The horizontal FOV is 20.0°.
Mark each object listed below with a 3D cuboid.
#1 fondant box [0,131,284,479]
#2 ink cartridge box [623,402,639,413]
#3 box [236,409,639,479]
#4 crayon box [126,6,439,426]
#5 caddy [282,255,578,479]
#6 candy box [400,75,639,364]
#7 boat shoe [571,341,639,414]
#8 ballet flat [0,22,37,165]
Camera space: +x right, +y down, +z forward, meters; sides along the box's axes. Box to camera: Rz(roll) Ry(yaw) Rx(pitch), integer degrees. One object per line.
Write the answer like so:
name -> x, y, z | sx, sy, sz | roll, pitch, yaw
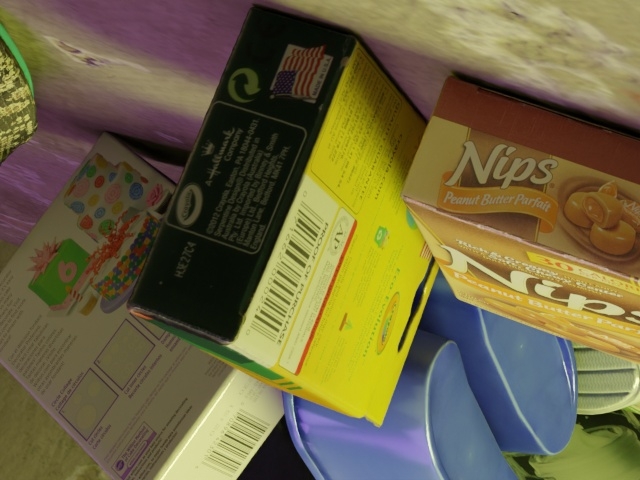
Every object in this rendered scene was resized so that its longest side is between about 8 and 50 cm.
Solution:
fondant box -> -0.161, 0.077, 1.702 | 0.330, 0.238, 0.096 | 37, -179, 40
ink cartridge box -> 0.322, 0.134, 1.774 | 0.109, 0.062, 0.209 | 28, 170, -39
box -> 0.193, 0.403, 1.807 | 0.480, 0.297, 0.472 | -4, -135, -37
crayon box -> 0.000, 0.000, 1.212 | 0.081, 0.202, 0.318 | 19, 171, 22
caddy -> 0.084, 0.122, 1.560 | 0.179, 0.241, 0.341 | 8, 144, 31
candy box -> 0.169, 0.002, 1.192 | 0.183, 0.088, 0.316 | 19, 172, 14
boat shoe -> 0.214, 0.091, 1.719 | 0.094, 0.109, 0.302 | -19, -164, -34
ballet flat -> -0.338, -0.087, 1.585 | 0.164, 0.182, 0.483 | 23, 172, -6
